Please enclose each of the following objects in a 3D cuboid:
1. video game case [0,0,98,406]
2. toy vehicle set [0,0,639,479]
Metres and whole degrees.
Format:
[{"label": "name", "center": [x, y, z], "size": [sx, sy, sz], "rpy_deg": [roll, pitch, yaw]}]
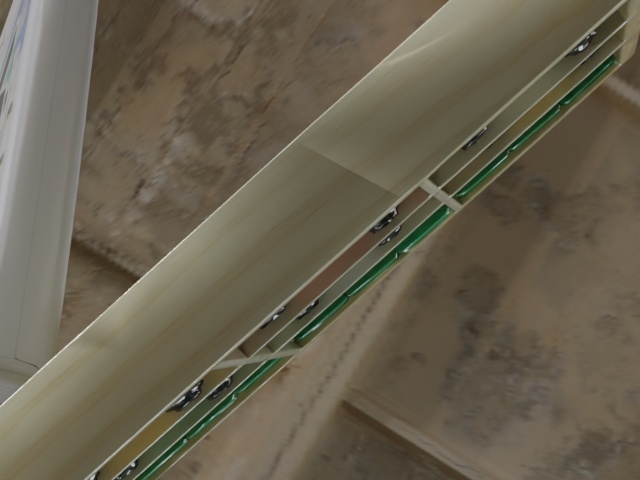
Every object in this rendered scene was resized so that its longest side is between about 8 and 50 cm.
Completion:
[{"label": "video game case", "center": [-0.175, 0.038, 0.827], "size": [0.036, 0.300, 0.329], "rpy_deg": [16, -139, -17]}, {"label": "toy vehicle set", "center": [0.000, 0.000, 0.582], "size": [0.267, 0.166, 0.035], "rpy_deg": [-42, -97, 6]}]
